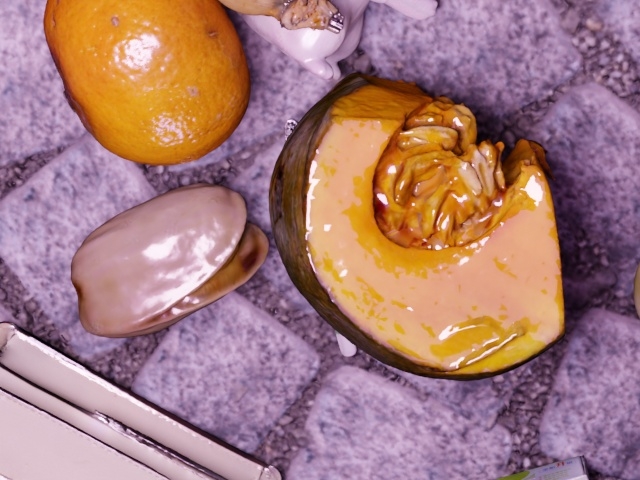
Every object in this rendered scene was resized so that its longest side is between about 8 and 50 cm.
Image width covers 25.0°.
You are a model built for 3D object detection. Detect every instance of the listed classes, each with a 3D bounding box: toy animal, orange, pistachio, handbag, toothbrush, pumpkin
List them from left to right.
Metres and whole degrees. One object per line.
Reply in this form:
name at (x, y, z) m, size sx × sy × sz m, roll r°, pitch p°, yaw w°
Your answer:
handbag at (-0.252, 0.280, 1.505) m, size 0.358 × 0.160 × 0.236 m, roll 29°, pitch 112°, yaw -3°
orange at (-0.167, -0.177, 1.355) m, size 0.170 × 0.224 × 0.224 m, roll -30°, pitch 100°, yaw -8°
pistachio at (-0.155, 0.024, 1.448) m, size 0.206 × 0.131 × 0.129 m, roll -25°, pitch 142°, yaw 10°
toothbrush at (0.000, 0.000, 1.486) m, size 0.018 × 0.024 × 0.257 m, roll -12°, pitch 104°, yaw 8°
toy animal at (0.055, -0.270, 1.353) m, size 0.282 × 0.140 × 0.138 m, roll -40°, pitch 84°, yaw 14°
pumpkin at (0.095, -0.009, 1.369) m, size 0.303 × 0.225 × 0.256 m, roll 18°, pitch 99°, yaw 0°

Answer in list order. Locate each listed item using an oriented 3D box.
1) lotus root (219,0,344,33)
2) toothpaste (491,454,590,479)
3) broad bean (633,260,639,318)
lotus root at (-0.055, -0.268, 1.264) m, size 0.125 × 0.118 × 0.221 m, roll -18°, pitch 105°, yaw 40°
toothpaste at (0.129, 0.318, 1.533) m, size 0.336 × 0.067 × 0.081 m, roll -17°, pitch 99°, yaw 8°
broad bean at (0.445, 0.040, 1.426) m, size 0.263 × 0.121 × 0.189 m, roll -10°, pitch 109°, yaw 22°
